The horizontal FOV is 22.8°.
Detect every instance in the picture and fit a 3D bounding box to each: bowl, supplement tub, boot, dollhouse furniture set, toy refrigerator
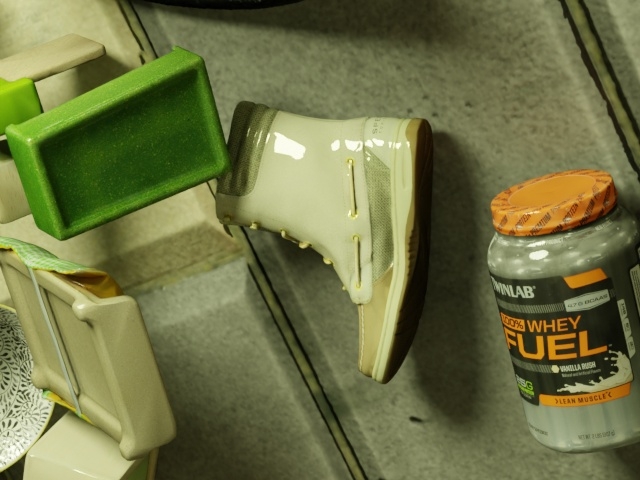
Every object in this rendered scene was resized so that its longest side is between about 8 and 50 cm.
[{"bbox_3d":[-0.323,0.121,1.390,0.080,0.170,0.170,31,129,57],"label":"bowl"},{"bbox_3d":[0.191,0.051,1.175,0.117,0.117,0.190,-10,107,23],"label":"supplement tub"},{"bbox_3d":[0.000,0.000,1.246,0.165,0.077,0.213,8,108,16],"label":"boot"},{"bbox_3d":[-0.167,-0.001,1.275,0.197,0.151,0.302,25,136,52],"label":"dollhouse furniture set"},{"bbox_3d":[-0.213,0.294,1.422,0.094,0.102,0.270,17,115,12],"label":"toy refrigerator"}]

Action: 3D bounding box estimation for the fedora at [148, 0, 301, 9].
[{"bbox_3d":[-0.127,-0.281,1.116,0.334,0.334,0.153,12,80,15],"label":"fedora"}]
